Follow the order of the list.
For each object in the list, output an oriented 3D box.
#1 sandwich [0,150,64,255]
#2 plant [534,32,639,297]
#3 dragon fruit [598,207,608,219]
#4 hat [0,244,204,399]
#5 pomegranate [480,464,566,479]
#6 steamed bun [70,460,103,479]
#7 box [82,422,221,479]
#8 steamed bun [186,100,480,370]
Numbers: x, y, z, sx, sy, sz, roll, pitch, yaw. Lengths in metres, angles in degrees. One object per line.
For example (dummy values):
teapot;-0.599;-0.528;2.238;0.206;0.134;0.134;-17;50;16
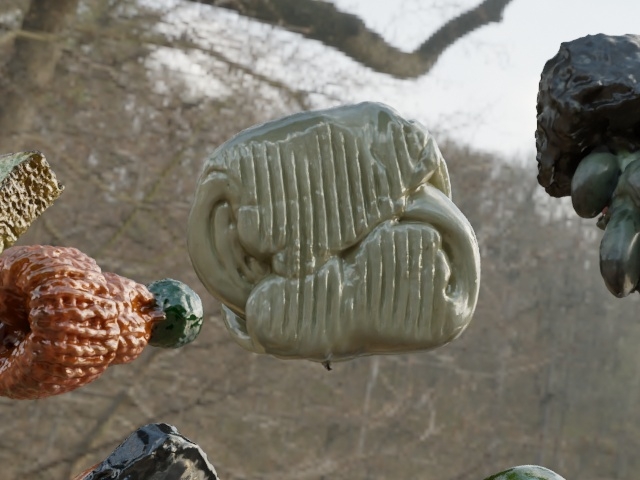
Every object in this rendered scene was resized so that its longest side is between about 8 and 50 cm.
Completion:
sandwich;-0.553;0.002;1.722;0.271;0.301;0.099;-9;-55;33
plant;0.277;-0.055;1.077;0.146;0.274;0.149;-11;-38;1
dragon fruit;0.509;-0.129;1.871;0.211;0.147;0.282;-30;-24;26
hat;-0.411;0.118;2.115;0.285;0.285;0.400;-1;9;39
pomegranate;0.143;0.231;0.927;0.142;0.114;0.114;5;-7;-36
steamed bun;-0.267;0.382;1.499;0.177;0.283;0.283;42;-7;11
box;-0.217;0.404;1.287;0.091;0.350;0.359;28;-28;40
steamed bun;0.000;0.000;1.574;0.368;0.342;0.255;-4;-7;-15
